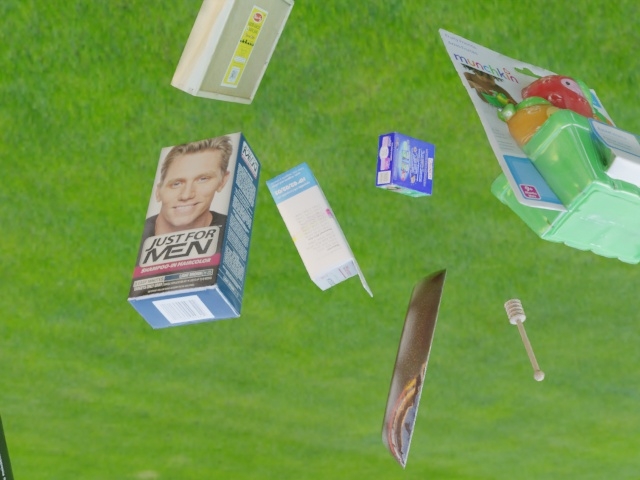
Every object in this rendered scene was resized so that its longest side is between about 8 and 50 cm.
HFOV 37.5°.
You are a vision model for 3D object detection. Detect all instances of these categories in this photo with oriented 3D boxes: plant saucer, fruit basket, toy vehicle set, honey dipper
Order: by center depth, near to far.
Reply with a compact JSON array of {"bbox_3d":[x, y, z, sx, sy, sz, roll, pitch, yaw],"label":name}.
[{"bbox_3d":[-0.111,-0.270,1.263,0.035,0.166,0.267,26,-171,7],"label":"toy vehicle set"},{"bbox_3d":[0.345,-0.149,1.300,0.327,0.353,0.165,14,137,-30],"label":"fruit basket"},{"bbox_3d":[0.140,0.189,1.440,0.050,0.311,0.311,13,152,7],"label":"plant saucer"},{"bbox_3d":[0.355,0.173,1.632,0.030,0.161,0.030,-7,140,-6],"label":"honey dipper"}]

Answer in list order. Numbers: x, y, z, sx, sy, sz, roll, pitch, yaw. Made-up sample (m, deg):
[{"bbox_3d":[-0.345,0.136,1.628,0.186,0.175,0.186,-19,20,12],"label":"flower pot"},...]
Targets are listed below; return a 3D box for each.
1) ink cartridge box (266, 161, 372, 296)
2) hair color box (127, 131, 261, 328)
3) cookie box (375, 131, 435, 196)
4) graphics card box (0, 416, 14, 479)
[{"bbox_3d":[0.000,0.000,1.233,0.061,0.181,0.104,-27,166,3],"label":"ink cartridge box"},{"bbox_3d":[-0.219,-0.023,1.690,0.173,0.347,0.105,-9,141,18],"label":"hair color box"},{"bbox_3d":[0.145,-0.127,1.604,0.107,0.092,0.040,12,170,-44],"label":"cookie box"},{"bbox_3d":[-0.433,0.289,0.969,0.232,0.371,0.094,-10,-178,5],"label":"graphics card box"}]
